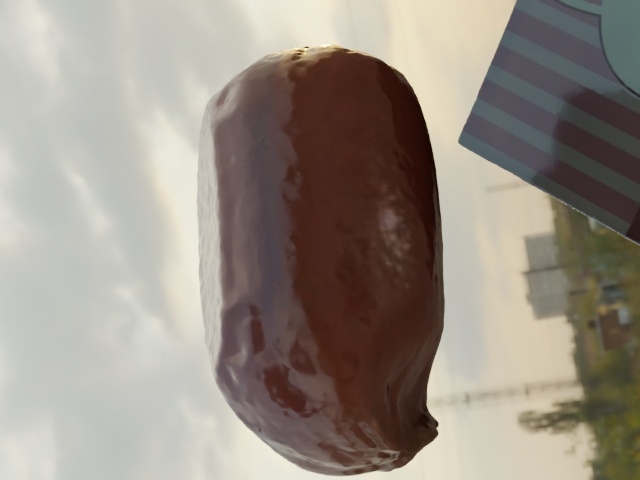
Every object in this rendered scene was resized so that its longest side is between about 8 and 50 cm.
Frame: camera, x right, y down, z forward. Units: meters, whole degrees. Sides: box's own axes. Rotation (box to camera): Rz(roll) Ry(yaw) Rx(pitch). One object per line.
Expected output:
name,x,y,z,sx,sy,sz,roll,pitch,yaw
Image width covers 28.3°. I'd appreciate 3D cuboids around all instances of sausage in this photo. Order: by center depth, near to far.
sausage,0.000,0.000,0.710,0.148,0.148,0.254,56,-151,-61

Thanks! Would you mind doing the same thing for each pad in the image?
pad,0.218,-0.156,0.810,0.005,0.202,0.299,-3,-60,-52
